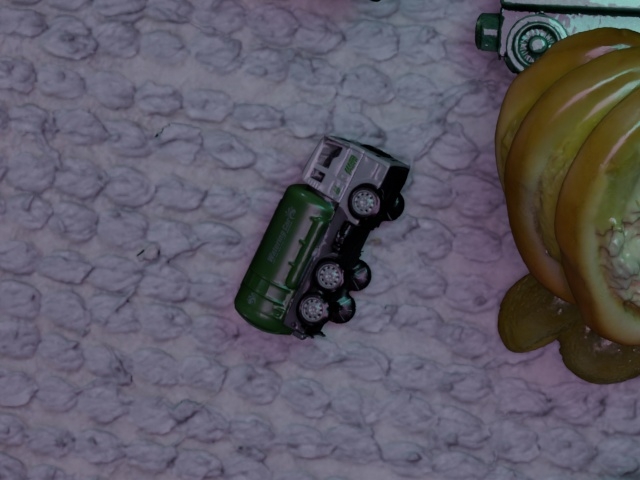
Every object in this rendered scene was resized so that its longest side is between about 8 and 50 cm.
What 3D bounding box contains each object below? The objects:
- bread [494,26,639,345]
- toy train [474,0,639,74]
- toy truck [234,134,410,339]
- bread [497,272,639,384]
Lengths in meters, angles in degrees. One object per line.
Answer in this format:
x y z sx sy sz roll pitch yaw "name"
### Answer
0.285 -0.051 1.666 0.211 0.316 0.270 -29 46 -23 "bread"
0.320 -0.262 1.793 0.300 0.120 0.202 4 91 8 "toy train"
0.000 0.000 1.866 0.125 0.101 0.242 30 99 18 "toy truck"
0.291 0.095 1.843 0.187 0.065 0.149 -12 96 7 "bread"
